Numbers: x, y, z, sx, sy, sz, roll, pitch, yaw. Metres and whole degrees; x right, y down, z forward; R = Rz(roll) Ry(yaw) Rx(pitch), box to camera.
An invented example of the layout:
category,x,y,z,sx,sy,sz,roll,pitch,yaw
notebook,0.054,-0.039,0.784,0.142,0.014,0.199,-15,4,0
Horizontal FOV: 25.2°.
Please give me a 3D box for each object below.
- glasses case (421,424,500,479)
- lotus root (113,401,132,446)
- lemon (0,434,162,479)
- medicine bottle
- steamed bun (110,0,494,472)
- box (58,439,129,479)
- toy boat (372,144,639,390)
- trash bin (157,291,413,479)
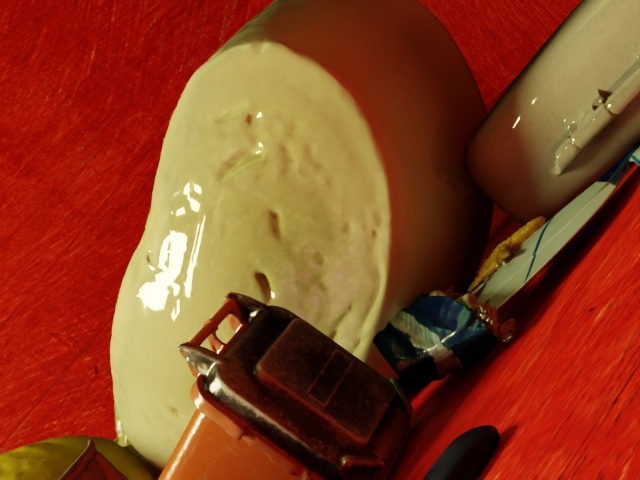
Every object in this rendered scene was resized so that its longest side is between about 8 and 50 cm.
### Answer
category,x,y,z,sx,sy,sz,roll,pitch,yaw
glasses case,0.077,0.139,0.846,0.083,0.023,0.033,-50,0,-33
lotus root,-0.116,0.216,1.687,0.149,0.267,0.260,6,-62,-38
lemon,-0.262,0.325,1.350,0.285,0.286,0.316,133,153,-63
medicine bottle,0.286,-0.183,1.243,0.375,0.123,0.282,-49,-4,34
steamed bun,0.000,0.000,1.365,0.371,0.290,0.455,-52,-20,-60
box,-0.208,0.336,0.985,0.297,0.190,0.225,-50,1,26
toy boat,0.174,0.015,1.147,0.291,0.067,0.220,-37,1,0
trash bin,-0.064,0.182,1.141,0.238,0.184,0.161,-54,-2,27
